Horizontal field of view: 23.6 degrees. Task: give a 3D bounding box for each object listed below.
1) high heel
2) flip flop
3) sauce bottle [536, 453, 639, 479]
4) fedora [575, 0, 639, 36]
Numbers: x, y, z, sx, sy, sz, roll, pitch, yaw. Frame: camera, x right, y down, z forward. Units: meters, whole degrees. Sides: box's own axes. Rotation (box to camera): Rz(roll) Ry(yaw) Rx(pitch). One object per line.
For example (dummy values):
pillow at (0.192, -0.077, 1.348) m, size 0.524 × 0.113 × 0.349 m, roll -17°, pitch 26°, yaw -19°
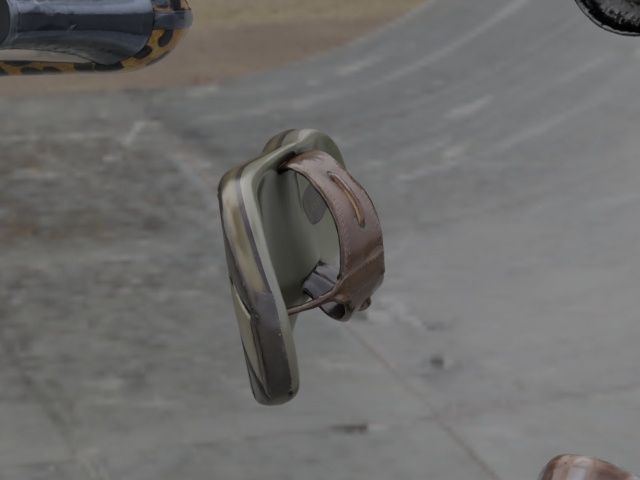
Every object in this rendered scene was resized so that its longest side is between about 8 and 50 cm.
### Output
high heel at (-0.219, -0.146, 0.984) m, size 0.261 × 0.093 × 0.186 m, roll 12°, pitch 13°, yaw 34°
flip flop at (0.000, 0.000, 0.863) m, size 0.080 × 0.112 × 0.277 m, roll -5°, pitch 16°, yaw 12°
sauce bottle at (0.132, 0.306, 1.013) m, size 0.111 × 0.111 × 0.344 m, roll 9°, pitch 53°, yaw 32°
fedora at (0.246, -0.347, 1.342) m, size 0.152 × 0.334 × 0.334 m, roll -3°, pitch 14°, yaw -28°
